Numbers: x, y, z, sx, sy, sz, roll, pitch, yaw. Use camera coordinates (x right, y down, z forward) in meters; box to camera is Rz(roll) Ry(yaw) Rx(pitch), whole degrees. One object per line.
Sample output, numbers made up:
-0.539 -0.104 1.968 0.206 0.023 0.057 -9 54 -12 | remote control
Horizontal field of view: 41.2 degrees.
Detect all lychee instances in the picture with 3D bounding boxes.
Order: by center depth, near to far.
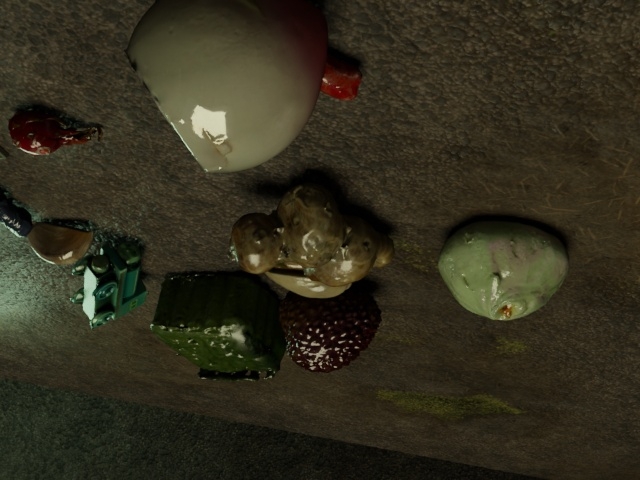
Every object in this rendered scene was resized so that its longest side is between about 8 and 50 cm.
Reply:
0.028 0.213 2.203 0.271 0.271 0.271 8 153 4 | lychee

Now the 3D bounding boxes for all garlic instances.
-0.669 0.010 2.176 0.195 0.101 0.087 8 -178 21 | garlic

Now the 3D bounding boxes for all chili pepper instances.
0.013 -0.282 1.429 0.123 0.070 0.073 26 132 -24 | chili pepper

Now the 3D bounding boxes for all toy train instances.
-0.552 0.111 2.266 0.120 0.194 0.298 49 148 16 | toy train

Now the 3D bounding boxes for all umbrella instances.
-0.783 -0.096 2.074 0.070 0.071 0.248 -1 144 21 | umbrella

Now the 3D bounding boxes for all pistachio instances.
-0.026 0.067 2.043 0.215 0.144 0.144 14 153 7 | pistachio

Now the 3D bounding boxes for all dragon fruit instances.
-0.541 -0.215 1.726 0.190 0.094 0.094 5 153 -2 | dragon fruit

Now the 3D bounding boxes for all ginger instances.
0.000 0.000 1.857 0.375 0.176 0.256 17 131 -36 | ginger

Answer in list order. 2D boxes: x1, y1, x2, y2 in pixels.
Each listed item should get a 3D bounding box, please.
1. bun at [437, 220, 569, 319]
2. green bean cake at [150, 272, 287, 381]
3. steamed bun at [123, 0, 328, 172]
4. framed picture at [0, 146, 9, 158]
0.401 0.090 1.881 0.293 0.187 0.293 7 155 3 | bun
-0.280 0.246 2.379 0.335 0.218 0.319 -7 148 26 | green bean cake
-0.118 -0.269 1.299 0.309 0.309 0.309 8 153 4 | steamed bun
-0.863 -0.237 1.865 0.289 0.016 0.213 0 152 19 | framed picture
